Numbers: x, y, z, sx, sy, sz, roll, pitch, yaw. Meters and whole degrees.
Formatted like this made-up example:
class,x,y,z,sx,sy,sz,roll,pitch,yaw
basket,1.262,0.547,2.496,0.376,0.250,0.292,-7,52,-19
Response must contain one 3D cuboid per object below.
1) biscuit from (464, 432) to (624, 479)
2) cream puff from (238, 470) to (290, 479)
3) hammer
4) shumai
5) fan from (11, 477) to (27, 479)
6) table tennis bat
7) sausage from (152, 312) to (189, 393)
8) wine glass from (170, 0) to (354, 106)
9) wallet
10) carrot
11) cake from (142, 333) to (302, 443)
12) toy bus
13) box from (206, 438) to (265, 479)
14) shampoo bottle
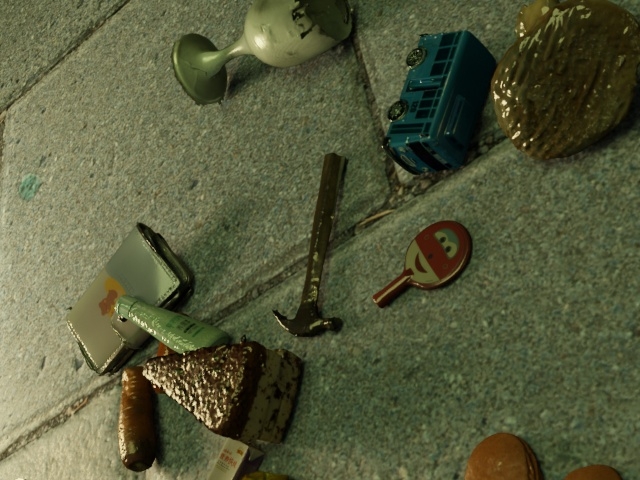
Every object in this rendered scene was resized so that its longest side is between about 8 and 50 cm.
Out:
class,x,y,z,sx,sy,sz,roll,pitch,yaw
biscuit,0.230,0.279,0.990,0.192,0.036,0.186,-19,51,34
cream puff,-0.079,0.329,1.240,0.083,0.058,0.083,-56,39,-2
hammer,0.001,0.000,1.398,0.125,0.027,0.297,-8,60,36
shumai,0.300,-0.211,1.173,0.153,0.162,0.209,-68,-1,-56
fan,-0.507,0.466,1.611,0.175,0.005,0.113,21,80,50
table tennis bat,0.132,0.035,1.257,0.155,0.019,0.098,-40,43,15
sausage,-0.233,0.177,1.500,0.039,0.041,0.131,-2,63,24
wine glass,-0.100,-0.338,1.633,0.321,0.143,0.143,-17,54,34
wallet,-0.322,0.103,1.615,0.231,0.069,0.170,-48,59,15
carrot,-0.284,0.270,1.481,0.060,0.060,0.186,-36,42,22
cake,-0.152,0.224,1.340,0.246,0.112,0.135,-16,58,37
toy bus,0.163,-0.186,1.312,0.106,0.090,0.184,4,68,43
box,-0.125,0.326,1.304,0.051,0.036,0.117,15,76,47
shampoo bottle,-0.233,0.131,1.474,0.191,0.041,0.069,22,47,28
